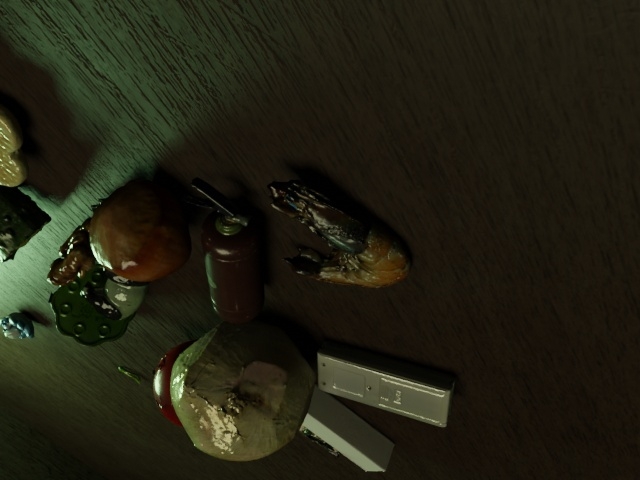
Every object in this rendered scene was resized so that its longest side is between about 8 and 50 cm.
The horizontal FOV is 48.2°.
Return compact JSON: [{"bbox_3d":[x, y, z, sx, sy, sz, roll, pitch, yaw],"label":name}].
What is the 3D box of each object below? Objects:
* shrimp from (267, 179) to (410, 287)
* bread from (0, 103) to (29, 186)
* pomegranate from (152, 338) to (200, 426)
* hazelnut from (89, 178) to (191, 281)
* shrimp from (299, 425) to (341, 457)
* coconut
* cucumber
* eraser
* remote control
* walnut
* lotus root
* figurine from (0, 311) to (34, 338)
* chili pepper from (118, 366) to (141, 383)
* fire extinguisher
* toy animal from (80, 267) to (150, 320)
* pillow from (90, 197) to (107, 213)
[{"bbox_3d":[0.000,0.000,1.131,0.290,0.054,0.222,36,147,-31],"label":"shrimp"},{"bbox_3d":[-0.648,-0.209,1.252,0.315,0.054,0.316,14,136,13],"label":"bread"},{"bbox_3d":[-0.278,0.335,1.679,0.210,0.210,0.235,-8,163,41],"label":"pomegranate"},{"bbox_3d":[-0.301,-0.021,1.220,0.182,0.182,0.182,18,147,12],"label":"hazelnut"},{"bbox_3d":[-0.050,0.457,1.826,0.262,0.066,0.117,37,164,7],"label":"shrimp"},{"bbox_3d":[-0.157,0.306,1.474,0.297,0.297,0.254,32,150,-11],"label":"coconut"},{"bbox_3d":[-0.660,-0.084,1.419,0.244,0.134,0.134,50,142,-13],"label":"cucumber"},{"bbox_3d":[0.049,0.455,1.737,0.298,0.078,0.076,41,145,-23],"label":"eraser"},{"bbox_3d":[0.128,0.285,1.440,0.277,0.055,0.103,13,125,20],"label":"remote control"},{"bbox_3d":[-0.483,0.029,1.429,0.069,0.143,0.170,31,149,-25],"label":"walnut"},{"bbox_3d":[-0.504,0.151,1.624,0.186,0.186,0.186,18,147,12],"label":"lotus root"},{"bbox_3d":[-0.878,0.257,2.084,0.114,0.079,0.114,13,141,11],"label":"figurine"},{"bbox_3d":[-0.568,0.400,2.140,0.083,0.017,0.030,37,155,-15],"label":"chili pepper"},{"bbox_3d":[-0.166,0.015,1.227,0.138,0.102,0.344,20,148,11],"label":"fire extinguisher"},{"bbox_3d":[-0.407,0.077,1.467,0.121,0.094,0.225,28,120,-13],"label":"toy animal"},{"bbox_3d":[-0.362,-0.029,1.348,0.150,0.048,0.090,36,143,-21],"label":"pillow"}]
